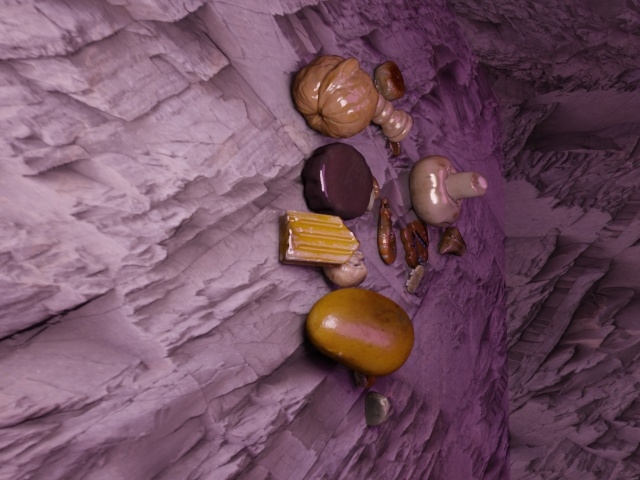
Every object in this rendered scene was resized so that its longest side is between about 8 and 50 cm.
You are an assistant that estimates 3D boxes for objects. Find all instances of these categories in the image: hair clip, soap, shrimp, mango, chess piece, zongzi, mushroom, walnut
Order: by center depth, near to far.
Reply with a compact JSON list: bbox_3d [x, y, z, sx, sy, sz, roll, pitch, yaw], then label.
[{"bbox_3d":[0.000,0.000,1.507,0.257,0.080,0.160,7,72,-25],"label":"soap"},{"bbox_3d":[0.128,0.305,1.578,0.445,0.220,0.301,9,56,-39],"label":"mango"},{"bbox_3d":[0.085,0.086,1.634,0.166,0.166,0.127,4,119,-54],"label":"mushroom"},{"bbox_3d":[0.056,-0.501,1.647,0.296,0.285,0.285,35,44,3],"label":"walnut"},{"bbox_3d":[0.293,-0.039,2.027,0.152,0.063,0.287,12,76,-55],"label":"shrimp"},{"bbox_3d":[0.284,-0.560,2.094,0.261,0.142,0.143,29,59,-40],"label":"chess piece"},{"bbox_3d":[0.455,0.167,2.176,0.146,0.056,0.187,18,87,-41],"label":"hair clip"},{"bbox_3d":[0.577,-0.250,2.292,0.325,0.353,0.353,23,59,-14],"label":"mushroom"},{"bbox_3d":[0.710,0.048,2.559,0.194,0.099,0.197,51,55,-34],"label":"zongzi"}]

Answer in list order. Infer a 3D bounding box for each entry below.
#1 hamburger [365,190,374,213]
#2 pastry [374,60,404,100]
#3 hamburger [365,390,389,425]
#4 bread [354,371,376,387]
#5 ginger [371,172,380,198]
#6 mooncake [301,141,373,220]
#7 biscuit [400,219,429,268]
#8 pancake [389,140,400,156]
[{"bbox_3d":[0.164,-0.168,1.882,0.133,0.062,0.140,54,41,-34],"label":"hamburger"},{"bbox_3d":[0.326,-0.749,2.216,0.192,0.093,0.182,-33,106,-52],"label":"pastry"},{"bbox_3d":[0.212,0.619,1.741,0.054,0.084,0.121,12,70,-51],"label":"hamburger"},{"bbox_3d":[0.172,0.454,1.730,0.177,0.084,0.119,-50,122,-51],"label":"bread"},{"bbox_3d":[0.206,-0.246,1.968,0.173,0.051,0.069,43,53,-37],"label":"ginger"},{"bbox_3d":[0.053,-0.203,1.671,0.283,0.141,0.283,7,80,-44],"label":"mooncake"},{"bbox_3d":[0.471,0.006,2.276,0.278,0.043,0.301,57,41,-29],"label":"biscuit"},{"bbox_3d":[0.356,-0.456,2.258,0.115,0.011,0.115,18,68,-53],"label":"pancake"}]
